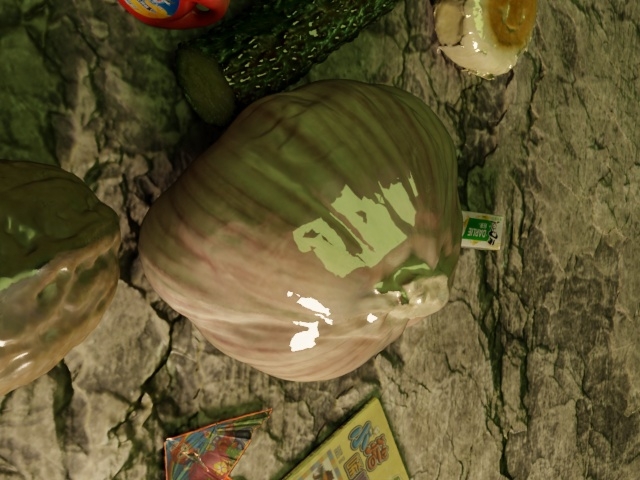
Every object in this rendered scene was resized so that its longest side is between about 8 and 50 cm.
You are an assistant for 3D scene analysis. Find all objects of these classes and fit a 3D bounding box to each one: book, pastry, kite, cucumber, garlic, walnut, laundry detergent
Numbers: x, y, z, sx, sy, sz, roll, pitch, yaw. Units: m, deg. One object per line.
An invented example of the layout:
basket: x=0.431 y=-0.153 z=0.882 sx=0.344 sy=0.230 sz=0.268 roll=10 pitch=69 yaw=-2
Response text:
book: x=0.031 y=0.318 z=1.003 sx=0.192 sy=0.013 sz=0.168 roll=-36 pitch=118 yaw=-31
pastry: x=0.212 y=-0.287 z=1.004 sx=0.165 sy=0.088 sz=0.166 roll=-11 pitch=108 yaw=-38
kite: x=-0.119 y=0.252 z=0.867 sx=0.190 sy=0.010 sz=0.159 roll=-54 pitch=128 yaw=-18
cucumber: x=0.005 y=-0.242 z=0.839 sx=0.359 sy=0.096 sz=0.096 roll=-41 pitch=121 yaw=-31
garlic: x=0.000 y=0.000 z=0.754 sx=0.317 sy=0.259 sz=0.318 roll=-29 pitch=132 yaw=-37
walnut: x=-0.254 y=0.024 z=0.617 sx=0.230 sy=0.178 sz=0.178 roll=-31 pitch=116 yaw=-39
laundry detergent: x=-0.115 y=-0.224 z=0.684 sx=0.097 sy=0.165 sz=0.049 roll=40 pitch=70 yaw=-37

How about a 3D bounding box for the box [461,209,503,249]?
box: x=0.163 y=-0.018 z=1.039 sx=0.207 sy=0.041 sz=0.050 roll=5 pitch=91 yaw=-41
